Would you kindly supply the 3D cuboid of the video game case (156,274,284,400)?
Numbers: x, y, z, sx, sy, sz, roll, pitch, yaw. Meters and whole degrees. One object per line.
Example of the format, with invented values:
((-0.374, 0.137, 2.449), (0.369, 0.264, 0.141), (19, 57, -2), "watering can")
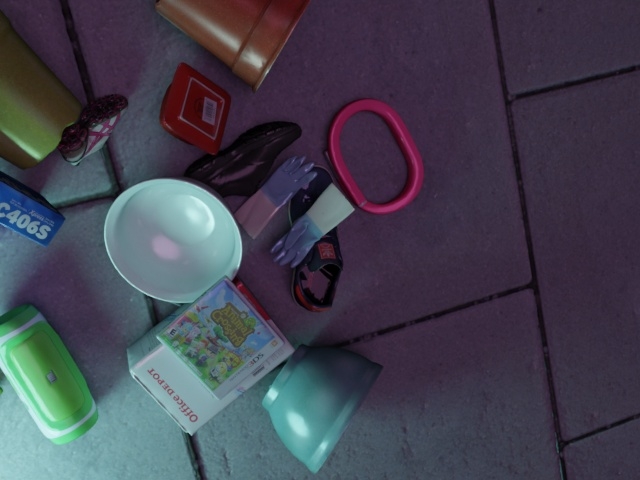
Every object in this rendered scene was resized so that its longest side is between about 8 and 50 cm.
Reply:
((-0.212, 0.212, 1.547), (0.193, 0.023, 0.212), (-41, 113, -6), "video game case")

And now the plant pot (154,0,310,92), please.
((-0.181, -0.492, 1.492), (0.265, 0.272, 0.272), (30, 89, -11), "plant pot")

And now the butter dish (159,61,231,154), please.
((-0.292, -0.276, 1.560), (0.160, 0.118, 0.160), (29, 62, -43), "butter dish")

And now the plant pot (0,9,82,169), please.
((-0.621, -0.281, 1.396), (0.276, 0.276, 0.254), (-50, 119, -4), "plant pot")

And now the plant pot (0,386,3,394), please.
((-0.732, 0.338, 1.546), (0.079, 0.083, 0.083), (-48, 109, -19), "plant pot")

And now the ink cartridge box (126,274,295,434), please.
((-0.249, 0.248, 1.626), (0.306, 0.131, 0.226), (-37, 113, -6), "ink cartridge box")

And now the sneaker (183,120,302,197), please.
((-0.163, -0.173, 1.630), (0.286, 0.109, 0.130), (-29, 113, -1), "sneaker")

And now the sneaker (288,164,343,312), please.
((0.000, 0.000, 1.673), (0.131, 0.148, 0.350), (-4, 100, -16), "sneaker")

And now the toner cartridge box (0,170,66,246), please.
((-0.672, -0.119, 1.368), (0.075, 0.165, 0.348), (-56, 136, -5), "toner cartridge box")

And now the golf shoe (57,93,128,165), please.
((-0.484, -0.240, 1.537), (0.067, 0.086, 0.186), (36, 69, 21), "golf shoe")

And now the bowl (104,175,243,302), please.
((-0.304, -0.023, 1.558), (0.298, 0.134, 0.298), (2, 118, 4), "bowl")

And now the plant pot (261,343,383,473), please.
((-0.013, 0.365, 1.681), (0.196, 0.293, 0.293), (32, 88, 7), "plant pot")

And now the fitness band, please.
((0.131, -0.200, 1.732), (0.209, 0.054, 0.291), (-34, 108, -10), "fitness band")

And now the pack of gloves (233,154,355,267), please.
((-0.057, -0.065, 1.640), (0.232, 0.046, 0.195), (-44, 78, 16), "pack of gloves")

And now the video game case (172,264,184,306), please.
((-0.293, 0.119, 1.662), (0.122, 0.011, 0.087), (25, 91, -19), "video game case")

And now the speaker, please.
((-0.599, 0.289, 1.548), (0.131, 0.131, 0.296), (-28, 106, -11), "speaker")
